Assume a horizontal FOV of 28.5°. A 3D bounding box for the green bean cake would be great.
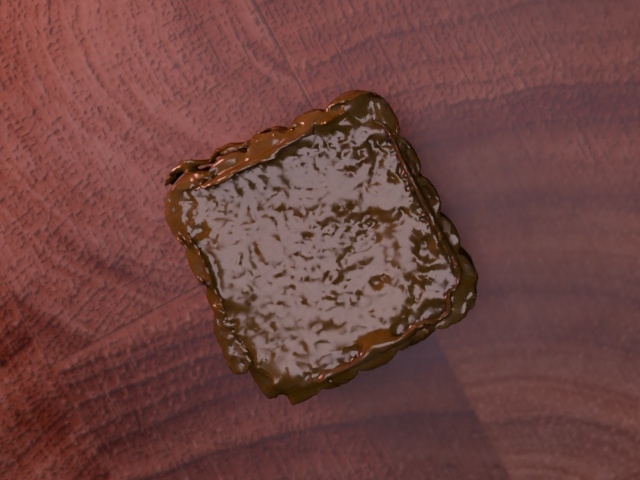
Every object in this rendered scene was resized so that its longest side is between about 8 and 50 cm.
[{"bbox_3d":[0.000,0.000,1.099,0.224,0.131,0.230,-26,94,8],"label":"green bean cake"}]
